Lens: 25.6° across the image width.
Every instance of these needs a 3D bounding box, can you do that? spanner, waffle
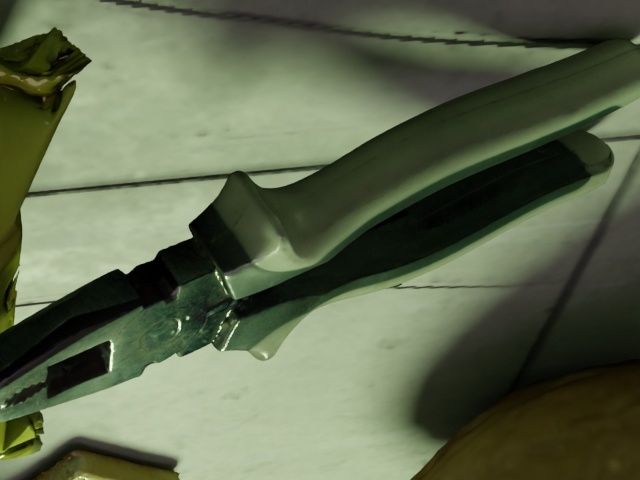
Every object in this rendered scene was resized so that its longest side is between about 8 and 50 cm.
[{"bbox_3d":[0.000,0.000,0.569,0.325,0.040,0.095,-24,149,-24],"label":"spanner"},{"bbox_3d":[-0.158,0.168,0.852,0.135,0.021,0.092,-35,144,26],"label":"waffle"}]

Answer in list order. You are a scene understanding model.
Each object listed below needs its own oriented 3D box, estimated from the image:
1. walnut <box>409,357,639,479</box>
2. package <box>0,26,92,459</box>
[{"bbox_3d":[0.190,0.221,0.846,0.333,0.333,0.333,-11,147,-7],"label":"walnut"},{"bbox_3d":[-0.177,0.014,0.523,0.168,0.090,0.226,-3,126,-24],"label":"package"}]
